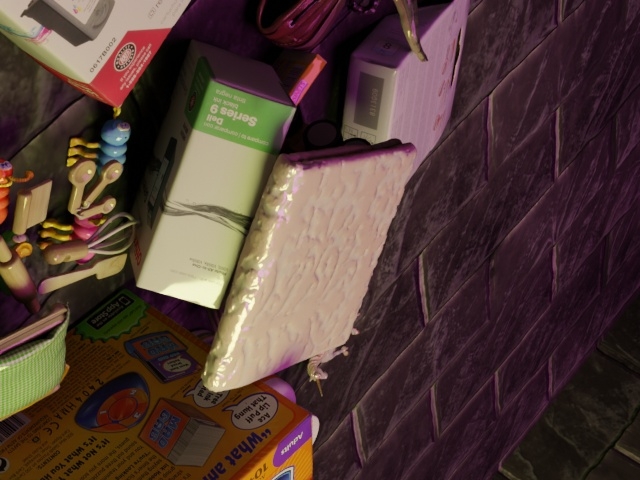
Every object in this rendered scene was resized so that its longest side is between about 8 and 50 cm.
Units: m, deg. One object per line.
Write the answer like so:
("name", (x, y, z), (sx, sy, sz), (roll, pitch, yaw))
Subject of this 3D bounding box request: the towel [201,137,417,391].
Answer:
("towel", (-0.013, 0.023, 1.783), (0.317, 0.053, 0.332), (-16, 130, -56))

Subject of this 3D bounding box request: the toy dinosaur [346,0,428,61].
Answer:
("toy dinosaur", (0.099, -0.387, 1.988), (0.118, 0.064, 0.268), (-10, 111, -11))

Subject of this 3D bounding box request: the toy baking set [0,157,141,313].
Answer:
("toy baking set", (-0.303, 0.004, 1.636), (0.196, 0.030, 0.256), (-39, 151, -22))

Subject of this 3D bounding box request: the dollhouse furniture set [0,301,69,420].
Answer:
("dollhouse furniture set", (-0.401, 0.232, 1.592), (0.301, 0.151, 0.197), (-28, 164, -26))

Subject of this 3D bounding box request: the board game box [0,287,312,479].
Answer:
("board game box", (-0.257, 0.364, 1.862), (0.356, 0.356, 0.356), (-40, 147, -33))

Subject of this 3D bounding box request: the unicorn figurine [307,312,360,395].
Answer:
("unicorn figurine", (0.019, 0.197, 2.494), (0.111, 0.060, 0.162), (-3, 104, -57))

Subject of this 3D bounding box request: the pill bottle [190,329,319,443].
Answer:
("pill bottle", (-0.126, 0.254, 2.091), (0.136, 0.245, 0.136), (-39, 147, -33))

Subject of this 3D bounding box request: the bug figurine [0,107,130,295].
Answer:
("bug figurine", (-0.330, -0.045, 1.648), (0.279, 0.072, 0.216), (-27, 139, -46))

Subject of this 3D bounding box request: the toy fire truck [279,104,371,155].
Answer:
("toy fire truck", (-0.053, -0.048, 1.950), (0.246, 0.217, 0.158), (-47, 151, -20))

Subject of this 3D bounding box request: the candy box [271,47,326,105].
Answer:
("candy box", (-0.078, -0.181, 1.902), (0.027, 0.105, 0.206), (37, 83, -28))

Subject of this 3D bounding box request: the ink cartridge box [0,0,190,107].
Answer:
("ink cartridge box", (-0.268, -0.312, 1.427), (0.226, 0.131, 0.306), (-57, 154, -4))

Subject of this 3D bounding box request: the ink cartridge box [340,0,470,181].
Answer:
("ink cartridge box", (0.142, -0.254, 2.256), (0.385, 0.091, 0.308), (-54, 157, -48))

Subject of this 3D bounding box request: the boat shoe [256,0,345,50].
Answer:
("boat shoe", (0.012, -0.401, 1.823), (0.104, 0.110, 0.307), (5, 112, -61))

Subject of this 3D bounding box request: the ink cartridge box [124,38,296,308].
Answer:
("ink cartridge box", (-0.150, -0.087, 1.738), (0.121, 0.211, 0.289), (16, 107, -18))

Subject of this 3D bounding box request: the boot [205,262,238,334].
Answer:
("boot", (-0.110, 0.039, 2.072), (0.165, 0.213, 0.077), (-32, 139, 32))
